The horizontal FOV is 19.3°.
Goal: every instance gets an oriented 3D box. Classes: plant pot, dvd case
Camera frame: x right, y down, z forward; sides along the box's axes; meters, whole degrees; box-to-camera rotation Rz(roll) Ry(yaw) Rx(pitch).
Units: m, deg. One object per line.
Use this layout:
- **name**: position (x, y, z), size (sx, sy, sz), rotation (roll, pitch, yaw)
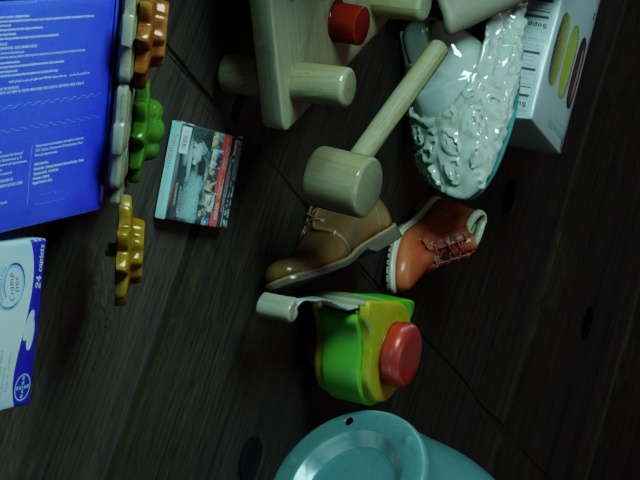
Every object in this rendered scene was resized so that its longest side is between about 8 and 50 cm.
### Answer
- **plant pot**: position (0.082, 0.318, 1.964), size (0.255, 0.271, 0.272), rotation (54, 50, -41)
- **dvd case**: position (-0.106, -0.057, 1.669), size (0.119, 0.013, 0.087), rotation (8, 93, -67)

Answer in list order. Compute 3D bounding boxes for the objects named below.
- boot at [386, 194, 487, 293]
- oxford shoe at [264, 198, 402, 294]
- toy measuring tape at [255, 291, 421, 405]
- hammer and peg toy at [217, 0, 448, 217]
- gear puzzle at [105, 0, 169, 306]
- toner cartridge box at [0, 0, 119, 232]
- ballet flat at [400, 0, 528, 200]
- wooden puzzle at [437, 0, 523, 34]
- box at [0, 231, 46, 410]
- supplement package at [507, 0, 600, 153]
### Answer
- **boot**: position (0.130, 0.007, 2.127), size (0.158, 0.084, 0.059), rotation (-54, 147, -41)
- **oxford shoe**: position (0.000, 0.000, 1.884), size (0.212, 0.076, 0.076), rotation (-31, 98, -55)
- **toy measuring tape**: position (0.018, 0.111, 1.895), size (0.330, 0.121, 0.121), rotation (5, 96, -65)
- **hammer and peg toy**: position (0.005, -0.221, 1.707), size (0.266, 0.127, 0.361), rotation (-52, 144, -48)
- **gear puzzle**: position (-0.134, -0.114, 1.448), size (0.175, 0.044, 0.339), rotation (-117, -147, -82)
- **toner cartridge box**: position (-0.260, -0.083, 1.249), size (0.348, 0.075, 0.165), rotation (-17, 115, -63)
- **ballet flat**: position (0.152, -0.250, 2.052), size (0.147, 0.147, 0.409), rotation (42, 59, -62)
- **wooden puzzle**: position (0.173, -0.357, 1.952), size (0.221, 0.044, 0.239), rotation (-29, 106, -37)
- **box**: position (-0.262, 0.058, 1.309), size (0.137, 0.072, 0.126), rotation (-9, 108, -64)
- **supplement package**: position (0.230, -0.242, 2.175), size (0.139, 0.133, 0.244), rotation (34, 69, -63)
